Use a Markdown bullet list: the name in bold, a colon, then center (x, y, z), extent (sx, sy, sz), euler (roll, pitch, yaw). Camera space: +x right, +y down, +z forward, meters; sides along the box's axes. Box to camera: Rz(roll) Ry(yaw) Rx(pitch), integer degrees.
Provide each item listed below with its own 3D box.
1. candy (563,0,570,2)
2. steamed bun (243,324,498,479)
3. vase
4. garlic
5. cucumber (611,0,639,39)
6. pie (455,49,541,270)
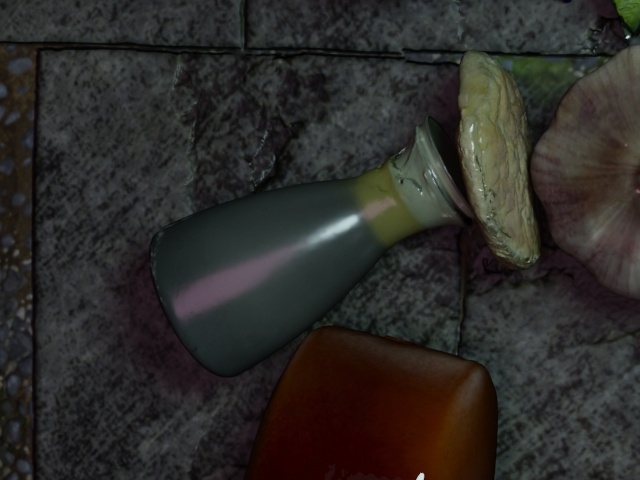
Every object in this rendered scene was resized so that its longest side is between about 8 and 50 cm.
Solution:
- **candy**: center (0.305, -0.326, 1.549), extent (0.275, 0.145, 0.070), euler (-35, 52, 19)
- **steamed bun**: center (0.039, 0.289, 1.651), extent (0.235, 0.248, 0.379), euler (11, 101, 19)
- **vase**: center (0.000, 0.000, 1.682), extent (0.321, 0.173, 0.173), euler (-27, 87, 16)
- **garlic**: center (0.312, -0.055, 1.516), extent (0.245, 0.253, 0.245), euler (2, 98, 12)
- **cucumber**: center (0.299, -0.274, 1.518), extent (0.220, 0.070, 0.046), euler (115, 146, -44)
- **pie**: center (0.170, -0.079, 1.599), extent (0.052, 0.185, 0.218), euler (-8, 87, 15)
